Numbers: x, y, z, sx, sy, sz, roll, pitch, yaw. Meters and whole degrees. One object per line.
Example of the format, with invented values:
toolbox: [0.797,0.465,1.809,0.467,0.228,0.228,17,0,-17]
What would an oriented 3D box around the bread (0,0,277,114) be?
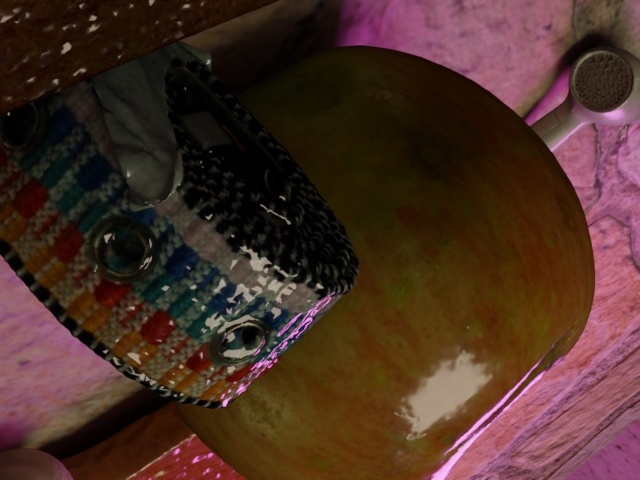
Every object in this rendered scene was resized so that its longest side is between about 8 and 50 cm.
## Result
bread: [-0.064,-0.200,0.956,0.417,0.113,0.165,-26,156,-32]

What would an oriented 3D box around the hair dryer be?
hair dryer: [0.231,-0.097,1.718,0.237,0.075,0.206,-36,166,14]

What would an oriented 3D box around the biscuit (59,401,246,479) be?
biscuit: [-0.169,0.265,1.764,0.350,0.078,0.455,-45,159,8]

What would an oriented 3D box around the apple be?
apple: [0.026,0.029,1.286,0.340,0.339,0.339,-33,158,-15]

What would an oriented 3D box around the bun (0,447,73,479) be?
bun: [-0.284,0.224,1.480,0.138,0.094,0.138,-37,-165,11]

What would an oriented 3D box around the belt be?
belt: [-0.107,-0.026,1.055,0.150,0.257,0.207,-44,180,17]
